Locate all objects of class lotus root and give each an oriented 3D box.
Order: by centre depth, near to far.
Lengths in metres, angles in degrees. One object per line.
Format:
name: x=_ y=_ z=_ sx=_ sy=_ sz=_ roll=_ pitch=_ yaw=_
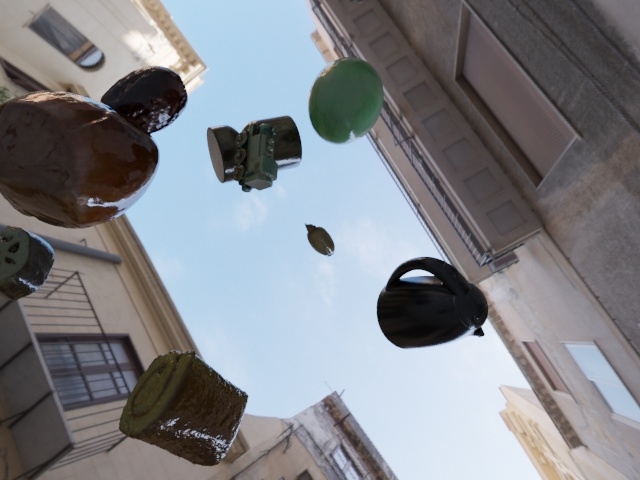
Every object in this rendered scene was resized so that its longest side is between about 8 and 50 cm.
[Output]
lotus root: x=0.000 y=0.000 z=1.258 sx=0.073 sy=0.150 sz=0.062 roll=1 pitch=-129 yaw=41
lotus root: x=-0.967 y=0.066 z=1.303 sx=0.138 sy=0.119 sz=0.234 roll=-5 pitch=-119 yaw=-2

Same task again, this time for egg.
egg: x=0.074 y=-0.411 z=1.196 sx=0.221 sy=0.220 sz=0.269 roll=13 pitch=-106 yaw=18

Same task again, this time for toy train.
toy train: x=-0.169 y=-0.225 z=1.072 sx=0.125 sy=0.081 sz=0.193 roll=-10 pitch=-111 yaw=36

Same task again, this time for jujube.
jujube: x=-0.511 y=-0.411 z=1.176 sx=0.243 sy=0.183 sz=0.183 roll=-31 pitch=-110 yaw=-14

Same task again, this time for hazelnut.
hazelnut: x=-0.569 y=-0.191 z=0.944 sx=0.373 sy=0.315 sz=0.372 roll=1 pitch=-147 yaw=0

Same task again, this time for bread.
bread: x=-0.202 y=0.260 z=0.620 sx=0.103 sy=0.172 sz=0.132 roll=2 pitch=-128 yaw=31

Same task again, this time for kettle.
kettle: x=0.303 y=0.167 z=1.107 sx=0.207 sy=0.290 sz=0.268 roll=-40 pitch=-82 yaw=-33

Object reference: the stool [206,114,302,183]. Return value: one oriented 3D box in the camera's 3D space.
stool: x=-0.212 y=-0.298 z=1.302 sx=0.264 sy=0.179 sz=0.179 roll=-16 pitch=-110 yaw=-22
